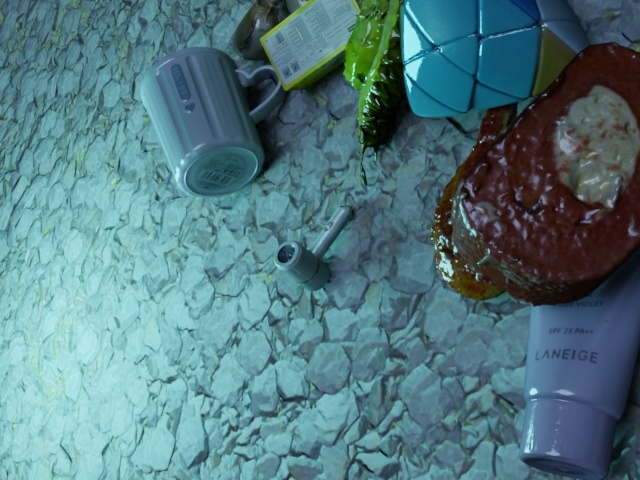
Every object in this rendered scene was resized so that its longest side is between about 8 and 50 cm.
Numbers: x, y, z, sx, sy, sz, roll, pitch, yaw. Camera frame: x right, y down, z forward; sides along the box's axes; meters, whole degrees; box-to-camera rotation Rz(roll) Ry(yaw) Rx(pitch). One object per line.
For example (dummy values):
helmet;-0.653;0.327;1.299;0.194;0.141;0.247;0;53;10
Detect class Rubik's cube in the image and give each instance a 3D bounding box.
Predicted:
Rubik's cube;0.204;-0.226;1.022;0.254;0.254;0.254;-15;67;39

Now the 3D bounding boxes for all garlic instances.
garlic;-0.105;-0.339;1.408;0.152;0.066;0.084;138;136;-56

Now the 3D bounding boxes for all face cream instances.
face cream;0.283;0.112;0.909;0.154;0.096;0.273;-7;59;44

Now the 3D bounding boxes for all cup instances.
cup;-0.171;-0.202;1.361;0.221;0.167;0.202;-40;56;28

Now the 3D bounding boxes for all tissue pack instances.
tissue pack;0.003;-0.313;1.286;0.176;0.062;0.095;-30;84;32

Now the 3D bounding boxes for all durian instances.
durian;0.094;-0.257;1.141;0.132;0.107;0.375;41;118;44

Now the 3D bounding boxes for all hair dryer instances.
hair dryer;0.000;0.000;1.207;0.047;0.082;0.137;32;83;44

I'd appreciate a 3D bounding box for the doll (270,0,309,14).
doll;-0.042;-0.478;1.355;0.175;0.149;0.278;-28;68;4

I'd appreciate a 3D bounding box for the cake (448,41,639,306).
cake;0.265;-0.057;0.882;0.177;0.151;0.283;42;81;13

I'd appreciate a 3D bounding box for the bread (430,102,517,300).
bread;0.214;-0.059;1.013;0.139;0.095;0.268;17;85;37
